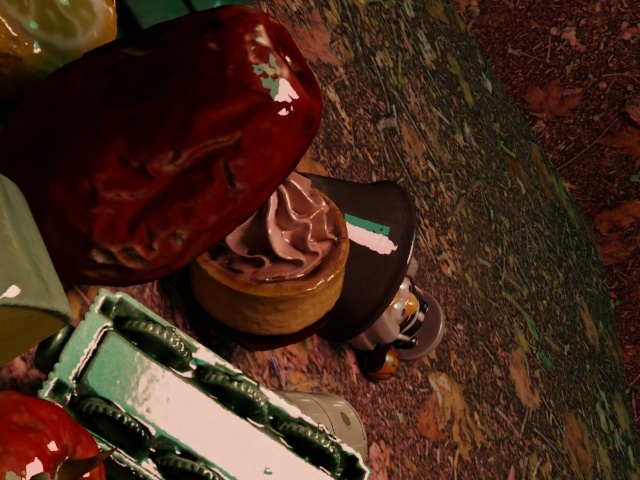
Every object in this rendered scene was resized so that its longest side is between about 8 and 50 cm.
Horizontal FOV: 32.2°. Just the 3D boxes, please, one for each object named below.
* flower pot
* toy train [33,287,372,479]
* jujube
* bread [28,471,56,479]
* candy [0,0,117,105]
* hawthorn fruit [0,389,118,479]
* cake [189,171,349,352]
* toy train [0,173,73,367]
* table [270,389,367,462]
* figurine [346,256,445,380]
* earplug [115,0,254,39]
[{"bbox_3d":[0.000,0.000,1.471,0.148,0.235,0.235,27,43,-30],"label":"flower pot"},{"bbox_3d":[-0.121,0.191,0.980,0.330,0.178,0.139,36,52,-15],"label":"toy train"},{"bbox_3d":[-0.156,-0.090,1.053,0.223,0.318,0.223,52,19,-26],"label":"jujube"},{"bbox_3d":[-0.176,0.367,0.532,0.279,0.371,0.390,43,34,-42],"label":"bread"},{"bbox_3d":[-0.317,-0.263,1.126,0.260,0.118,0.260,38,41,-44],"label":"candy"},{"bbox_3d":[-0.227,0.192,0.793,0.179,0.200,0.179,55,22,-36],"label":"hawthorn fruit"},{"bbox_3d":[-0.059,0.000,1.261,0.178,0.185,0.208,96,-3,-56],"label":"cake"},{"bbox_3d":[-0.323,-0.040,0.667,0.397,0.253,0.160,63,13,17],"label":"toy train"},{"bbox_3d":[-0.051,0.228,1.229,0.220,0.126,0.126,16,55,-60],"label":"table"},{"bbox_3d":[0.089,0.105,1.623,0.236,0.133,0.176,45,57,-59],"label":"figurine"},{"bbox_3d":[-0.175,-0.201,1.301,0.257,0.280,0.164,40,-17,35],"label":"earplug"}]
